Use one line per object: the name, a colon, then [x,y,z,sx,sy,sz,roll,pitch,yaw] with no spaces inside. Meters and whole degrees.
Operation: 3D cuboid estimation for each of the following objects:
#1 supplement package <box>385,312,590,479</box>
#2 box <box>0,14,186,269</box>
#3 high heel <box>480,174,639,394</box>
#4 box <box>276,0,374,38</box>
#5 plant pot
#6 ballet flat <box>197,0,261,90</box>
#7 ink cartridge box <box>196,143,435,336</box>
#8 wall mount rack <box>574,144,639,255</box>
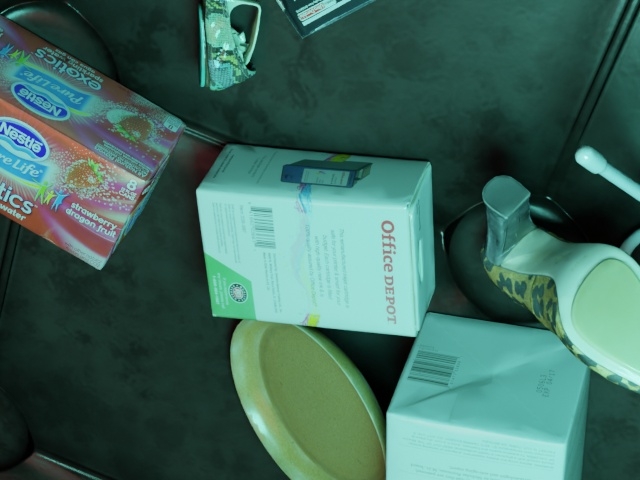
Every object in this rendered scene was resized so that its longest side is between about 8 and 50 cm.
supplement package: [0.165,0.249,1.819,0.175,0.177,0.293,8,124,13]
box: [-0.280,-0.105,1.770,0.257,0.123,0.128,31,126,-2]
high heel: [0.241,0.068,1.654,0.261,0.093,0.186,51,172,23]
box: [0.027,-0.298,1.582,0.220,0.051,0.175,-25,112,30]
plant pot: [-0.004,0.173,1.860,0.236,0.032,0.236,35,141,35]
ballet flat: [-0.088,-0.228,1.671,0.070,0.070,0.188,7,126,14]
ink cartridge box: [0.000,0.000,1.764,0.212,0.093,0.154,6,125,17]
wall mount rack: [0.393,-0.018,1.594,0.350,0.130,0.304,-21,114,28]
